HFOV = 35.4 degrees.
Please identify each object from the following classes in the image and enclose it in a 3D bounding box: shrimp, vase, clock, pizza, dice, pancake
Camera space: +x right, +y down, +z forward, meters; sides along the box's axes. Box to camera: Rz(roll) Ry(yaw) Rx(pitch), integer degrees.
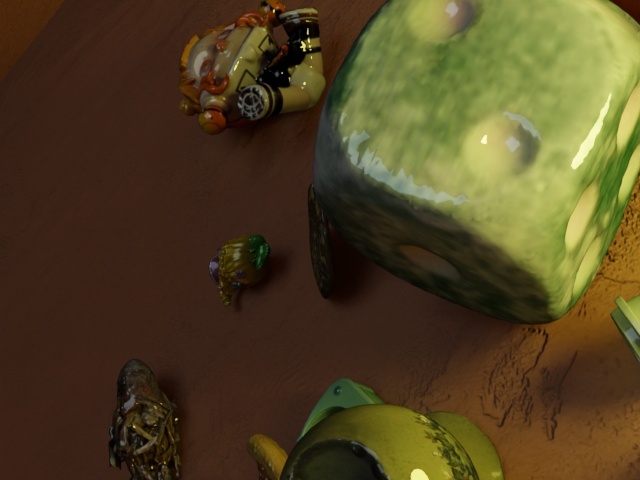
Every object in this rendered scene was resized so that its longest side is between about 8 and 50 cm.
[{"bbox_3d":[-0.305,0.352,1.764,0.145,0.117,0.343,-62,34,37],"label":"shrimp"},{"bbox_3d":[0.121,0.356,1.202,0.241,0.302,0.329,-43,59,20],"label":"vase"},{"bbox_3d":[0.029,0.306,1.472,0.188,0.060,0.148,-55,39,6],"label":"clock"},{"bbox_3d":[-0.047,0.402,1.454,0.134,0.056,0.271,-53,52,50],"label":"pizza"},{"bbox_3d":[0.212,-0.118,1.258,0.331,0.328,0.348,24,74,25],"label":"dice"},{"bbox_3d":[-0.002,0.000,1.637,0.199,0.021,0.199,174,90,-83],"label":"pancake"}]

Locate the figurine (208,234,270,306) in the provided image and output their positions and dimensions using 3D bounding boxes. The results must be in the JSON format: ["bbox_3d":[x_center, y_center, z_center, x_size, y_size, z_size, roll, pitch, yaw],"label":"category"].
[{"bbox_3d":[-0.139,0.054,1.795,0.156,0.095,0.114,-21,62,49],"label":"figurine"}]

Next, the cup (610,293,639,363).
[{"bbox_3d":[0.420,0.090,1.157,0.141,0.120,0.120,-32,44,12],"label":"cup"}]

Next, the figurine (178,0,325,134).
[{"bbox_3d":[-0.148,-0.324,1.971,0.323,0.196,0.320,7,61,43],"label":"figurine"}]

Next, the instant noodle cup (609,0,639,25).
[{"bbox_3d":[0.458,-0.317,1.287,0.192,0.250,0.250,14,77,61],"label":"instant noodle cup"}]
